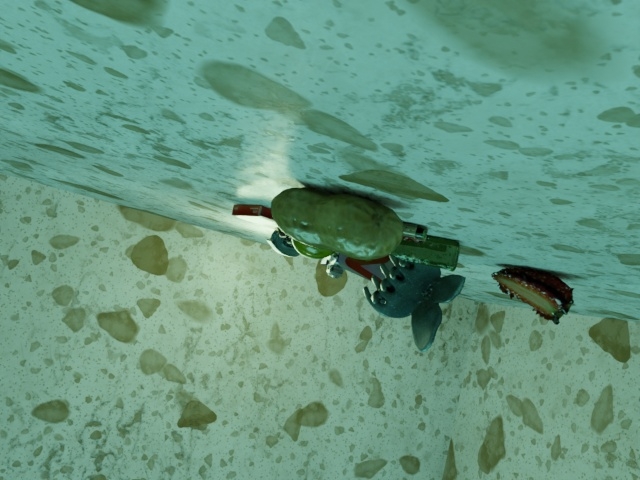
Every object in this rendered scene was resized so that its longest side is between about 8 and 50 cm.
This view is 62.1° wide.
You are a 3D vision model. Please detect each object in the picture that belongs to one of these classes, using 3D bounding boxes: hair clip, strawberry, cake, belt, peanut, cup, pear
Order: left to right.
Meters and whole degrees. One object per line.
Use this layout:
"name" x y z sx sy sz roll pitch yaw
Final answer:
"belt" -0.155 0.005 2.524 0.163 0.147 0.082 50 159 -26
"pear" 0.000 0.000 1.922 0.216 0.166 0.180 43 142 -21
"peanut" 0.038 -0.051 1.477 0.387 0.169 0.192 12 168 17
"cup" 0.237 0.103 2.389 0.288 0.203 0.203 18 176 28
"hair clip" 0.345 0.170 2.029 0.238 0.318 0.392 30 -162 -14
"cake" 0.360 0.036 1.832 0.235 0.100 0.099 11 173 19
"strawberry" 0.811 0.163 2.004 0.306 0.138 0.233 38 164 25

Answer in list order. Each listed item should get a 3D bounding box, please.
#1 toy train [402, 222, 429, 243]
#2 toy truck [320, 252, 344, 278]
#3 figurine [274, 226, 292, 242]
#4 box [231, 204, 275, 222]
"toy train" 0.276 -0.029 1.687 0.138 0.050 0.087 12 170 16
"toy truck" 0.078 0.103 2.693 0.161 0.177 0.213 17 174 -15
"figurine" -0.132 -0.034 2.317 0.154 0.098 0.082 7 175 31
"box" -0.254 -0.105 2.164 0.123 0.050 0.229 19 172 -39
